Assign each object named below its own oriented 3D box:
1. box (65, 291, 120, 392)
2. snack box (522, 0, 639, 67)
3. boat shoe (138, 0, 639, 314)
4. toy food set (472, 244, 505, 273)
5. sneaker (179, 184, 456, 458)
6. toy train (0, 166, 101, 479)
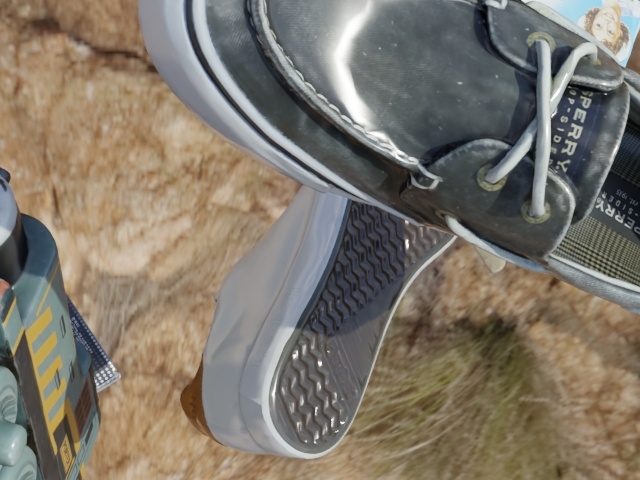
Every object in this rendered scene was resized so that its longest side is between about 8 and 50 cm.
[{"bbox_3d":[-0.260,0.007,1.098,0.060,0.216,0.270,-34,94,-13],"label":"box"},{"bbox_3d":[0.161,-0.297,1.265,0.322,0.060,0.187,27,74,-19],"label":"snack box"},{"bbox_3d":[0.086,-0.052,0.596,0.335,0.119,0.121,22,87,-32],"label":"boat shoe"},{"bbox_3d":[0.249,-0.056,1.623,0.192,0.038,0.132,-29,58,-6],"label":"toy food set"},{"bbox_3d":[0.000,0.000,0.873,0.106,0.123,0.290,49,57,-27],"label":"sneaker"},{"bbox_3d":[-0.211,0.099,0.836,0.142,0.334,0.190,10,55,6],"label":"toy train"}]
